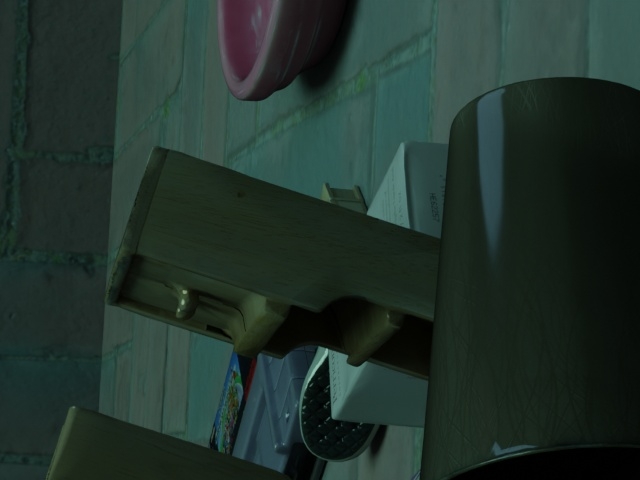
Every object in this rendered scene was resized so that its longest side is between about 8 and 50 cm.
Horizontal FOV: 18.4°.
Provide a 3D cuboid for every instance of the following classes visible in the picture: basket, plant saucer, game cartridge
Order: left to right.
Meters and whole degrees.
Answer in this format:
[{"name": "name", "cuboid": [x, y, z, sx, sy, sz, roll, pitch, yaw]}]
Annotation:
[{"name": "game cartridge", "cuboid": [-0.057, 0.207, 1.976, 0.230, 0.068, 0.355, -107, 25, -46]}, {"name": "plant saucer", "cuboid": [-0.032, -0.303, 1.972, 0.332, 0.084, 0.332, -175, 90, -75]}, {"name": "basket", "cuboid": [0.134, 0.039, 1.089, 0.204, 0.154, 0.227, 133, 144, -58]}]

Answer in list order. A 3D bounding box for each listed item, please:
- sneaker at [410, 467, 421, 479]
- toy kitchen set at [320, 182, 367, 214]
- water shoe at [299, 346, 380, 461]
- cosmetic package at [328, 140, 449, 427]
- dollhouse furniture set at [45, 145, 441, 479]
[{"name": "sneaker", "cuboid": [0.035, 0.273, 1.323, 0.282, 0.102, 0.161, -52, 2, -32]}, {"name": "toy kitchen set", "cuboid": [0.000, 0.000, 1.782, 0.075, 0.068, 0.083, -109, 27, -58]}, {"name": "water shoe", "cuboid": [0.032, 0.090, 1.670, 0.080, 0.073, 0.203, -51, -28, -66]}, {"name": "cosmetic package", "cuboid": [0.070, 0.037, 1.463, 0.231, 0.085, 0.117, 116, 155, -53]}, {"name": "dollhouse furniture set", "cuboid": [-0.047, 0.180, 1.221, 0.362, 0.256, 0.394, 124, 163, -72]}]
